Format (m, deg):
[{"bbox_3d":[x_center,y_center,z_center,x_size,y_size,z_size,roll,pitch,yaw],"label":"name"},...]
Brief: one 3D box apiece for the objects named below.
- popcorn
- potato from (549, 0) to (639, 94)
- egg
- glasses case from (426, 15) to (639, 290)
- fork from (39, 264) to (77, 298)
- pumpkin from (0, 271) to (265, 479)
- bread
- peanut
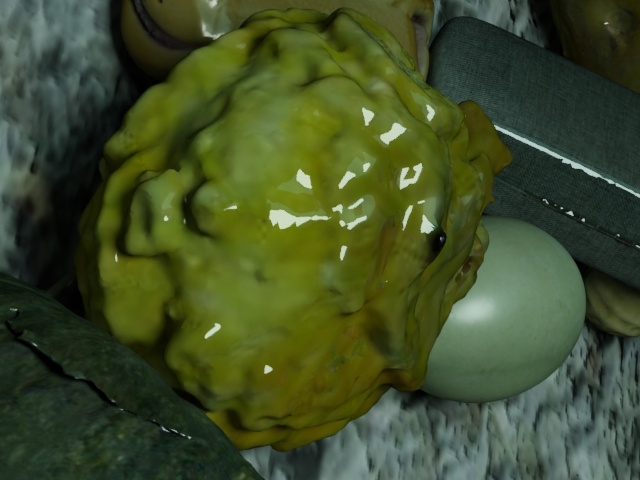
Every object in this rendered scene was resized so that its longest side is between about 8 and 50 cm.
[{"bbox_3d":[0.000,0.000,1.037,0.266,0.192,0.233,-20,118,-38],"label":"popcorn"},{"bbox_3d":[0.277,-0.164,1.412,0.242,0.242,0.285,-12,84,-47],"label":"potato"},{"bbox_3d":[0.096,0.042,1.199,0.152,0.114,0.114,-15,83,-45],"label":"egg"},{"bbox_3d":[0.207,-0.035,1.290,0.323,0.074,0.131,25,38,-8],"label":"glasses case"},{"bbox_3d":[-0.130,0.021,1.047,0.028,0.034,0.219,46,45,-8],"label":"fork"},{"bbox_3d":[-0.139,0.158,0.764,0.257,0.291,0.327,-41,82,-22],"label":"pumpkin"},{"bbox_3d":[-0.020,-0.123,1.188,0.225,0.081,0.134,25,60,-38],"label":"bread"},{"bbox_3d":[0.250,0.035,1.384,0.187,0.082,0.082,12,64,-41],"label":"peanut"}]
